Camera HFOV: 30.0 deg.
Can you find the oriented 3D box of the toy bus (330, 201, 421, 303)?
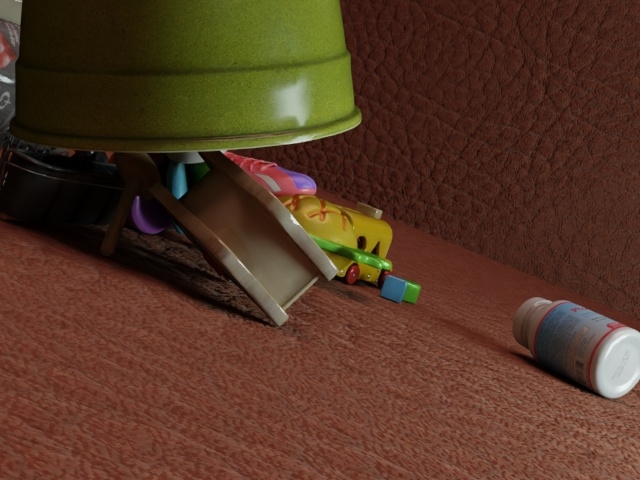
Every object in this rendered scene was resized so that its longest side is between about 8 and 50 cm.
[{"bbox_3d":[0.048,0.001,1.661,0.190,0.104,0.202,19,6,-15],"label":"toy bus"}]

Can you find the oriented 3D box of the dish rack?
[{"bbox_3d":[-0.350,-0.091,1.247,0.271,0.074,0.208,25,6,18],"label":"dish rack"}]

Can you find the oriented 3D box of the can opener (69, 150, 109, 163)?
[{"bbox_3d":[-0.303,-0.089,1.584,0.073,0.059,0.186,48,-1,-33],"label":"can opener"}]

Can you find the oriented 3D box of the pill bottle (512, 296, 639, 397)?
[{"bbox_3d":[0.311,0.124,1.453,0.087,0.087,0.160,16,7,-37],"label":"pill bottle"}]

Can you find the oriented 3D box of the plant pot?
[{"bbox_3d":[-0.143,-0.295,1.216,0.366,0.353,0.366,-1,14,0],"label":"plant pot"}]

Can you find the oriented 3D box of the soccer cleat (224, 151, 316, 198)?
[{"bbox_3d":[-0.119,-0.086,1.622,0.248,0.095,0.083,-2,-6,32],"label":"soccer cleat"}]

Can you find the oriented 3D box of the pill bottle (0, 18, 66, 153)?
[{"bbox_3d":[-0.449,-0.232,1.815,0.318,0.176,0.176,15,7,-45],"label":"pill bottle"}]

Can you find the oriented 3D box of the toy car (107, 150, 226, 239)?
[{"bbox_3d":[-0.182,-0.064,1.404,0.136,0.159,0.182,-30,37,-34],"label":"toy car"}]

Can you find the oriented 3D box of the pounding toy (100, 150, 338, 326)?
[{"bbox_3d":[-0.112,0.009,1.177,0.269,0.155,0.154,40,-10,48],"label":"pounding toy"}]

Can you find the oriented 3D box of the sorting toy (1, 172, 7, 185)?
[{"bbox_3d":[-0.386,-0.080,1.374,0.083,0.012,0.062,20,5,3],"label":"sorting toy"}]

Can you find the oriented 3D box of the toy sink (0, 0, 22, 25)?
[{"bbox_3d":[-0.568,-0.346,1.864,0.152,0.234,0.131,9,47,-41],"label":"toy sink"}]

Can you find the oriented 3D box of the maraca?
[{"bbox_3d":[0.000,0.000,1.510,0.185,0.099,0.127,22,7,17],"label":"maraca"}]
